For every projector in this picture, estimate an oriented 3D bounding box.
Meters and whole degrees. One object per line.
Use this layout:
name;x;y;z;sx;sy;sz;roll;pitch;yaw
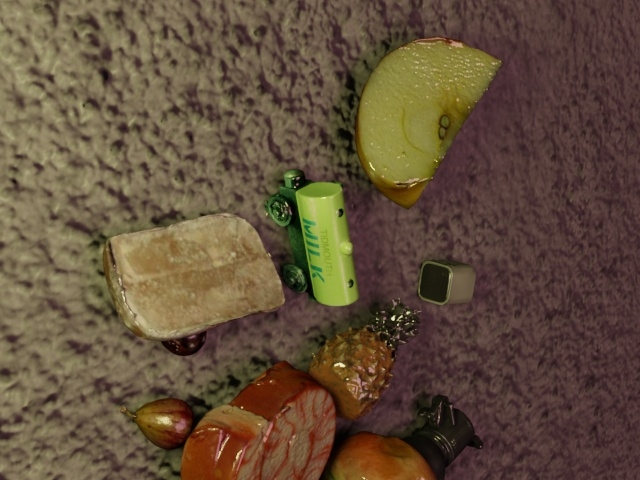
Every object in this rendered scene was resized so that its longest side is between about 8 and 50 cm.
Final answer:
projector;0.261;0.087;2.204;0.082;0.083;0.083;0;100;-45

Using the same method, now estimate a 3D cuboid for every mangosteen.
mangosteen;-0.223;0.149;1.747;0.081;0.081;0.081;-14;111;-42

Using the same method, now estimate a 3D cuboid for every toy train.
toy train;0.000;0.000;1.870;0.105;0.157;0.253;-28;119;-36

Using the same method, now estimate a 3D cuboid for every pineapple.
pineapple;0.103;0.209;2.038;0.279;0.158;0.158;-43;128;-33

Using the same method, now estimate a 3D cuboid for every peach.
peach;0.122;0.486;2.073;0.235;0.214;0.214;11;93;-15

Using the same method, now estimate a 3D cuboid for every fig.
fig;-0.272;0.294;1.751;0.125;0.089;0.089;19;87;-18

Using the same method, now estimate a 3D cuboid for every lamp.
lamp;0.242;0.426;2.255;0.227;0.147;0.172;-38;121;-41

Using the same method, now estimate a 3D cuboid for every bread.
bread;-0.101;0.379;1.863;0.328;0.114;0.295;-37;136;-45

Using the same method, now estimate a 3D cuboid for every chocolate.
chocolate;-0.207;0.065;1.704;0.303;0.100;0.185;-13;70;-41

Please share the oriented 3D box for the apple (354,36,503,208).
apple;0.188;-0.228;1.981;0.346;0.179;0.254;-57;146;-19
